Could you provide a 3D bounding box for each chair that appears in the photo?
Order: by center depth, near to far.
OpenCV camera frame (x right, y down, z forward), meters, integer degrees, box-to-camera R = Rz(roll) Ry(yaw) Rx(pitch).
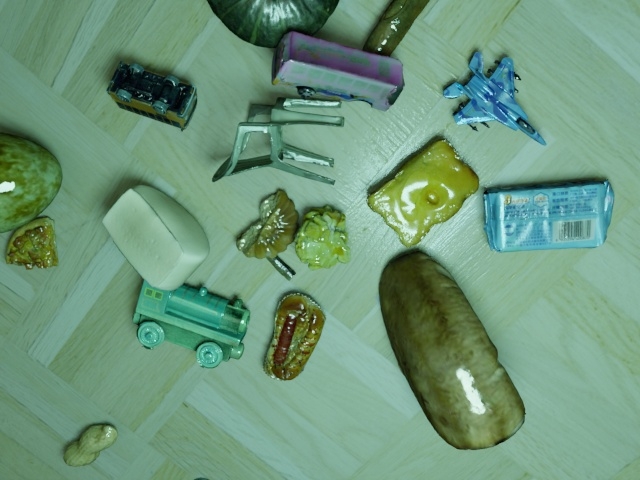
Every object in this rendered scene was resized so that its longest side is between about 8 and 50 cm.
[{"bbox_3d":[-0.095,-0.211,1.078,0.274,0.203,0.191,7,117,-1],"label":"chair"}]

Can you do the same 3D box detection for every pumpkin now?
[{"bbox_3d":[-0.092,-0.545,0.981,0.300,0.207,0.300,-1,121,-1],"label":"pumpkin"}]

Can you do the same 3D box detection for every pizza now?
[{"bbox_3d":[-0.743,0.018,1.282,0.134,0.046,0.175,39,105,-5],"label":"pizza"}]

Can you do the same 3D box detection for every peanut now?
[{"bbox_3d":[-0.655,0.584,1.405,0.187,0.082,0.082,-42,97,13],"label":"peanut"}]

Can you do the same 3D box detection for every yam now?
[{"bbox_3d":[-0.117,0.049,1.235,0.129,0.027,0.033,43,149,-2],"label":"yam"}]

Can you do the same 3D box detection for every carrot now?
[{"bbox_3d":[0.203,-0.517,1.035,0.070,0.070,0.342,38,104,-4],"label":"carrot"}]

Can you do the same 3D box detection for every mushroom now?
[{"bbox_3d":[0.260,0.232,1.115,0.224,0.313,0.397,-27,95,9],"label":"mushroom"}]

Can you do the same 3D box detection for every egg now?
[{"bbox_3d":[-0.758,-0.139,1.146,0.289,0.238,0.238,-21,102,-3],"label":"egg"}]

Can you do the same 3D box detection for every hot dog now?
[{"bbox_3d":[-0.071,0.251,1.259,0.131,0.069,0.253,20,107,0],"label":"hot dog"}]

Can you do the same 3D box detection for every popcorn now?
[{"bbox_3d":[0.000,0.000,1.157,0.162,0.141,0.135,56,143,12],"label":"popcorn"}]

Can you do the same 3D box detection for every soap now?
[{"bbox_3d":[0.512,-0.053,1.114,0.293,0.077,0.156,-3,103,6],"label":"soap"}]

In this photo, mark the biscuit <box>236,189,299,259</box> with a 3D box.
[{"bbox_3d":[-0.115,-0.027,1.185,0.118,0.061,0.183,34,93,-9],"label":"biscuit"}]

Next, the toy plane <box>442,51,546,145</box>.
[{"bbox_3d":[0.396,-0.288,1.069,0.246,0.078,0.169,36,105,-11],"label":"toy plane"}]

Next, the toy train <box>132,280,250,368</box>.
[{"bbox_3d":[-0.324,0.196,1.250,0.298,0.120,0.194,19,101,1],"label":"toy train"}]

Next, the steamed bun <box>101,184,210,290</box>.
[{"bbox_3d":[-0.377,-0.009,1.171,0.146,0.164,0.242,-45,77,14],"label":"steamed bun"}]

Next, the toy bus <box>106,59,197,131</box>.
[{"bbox_3d":[-0.375,-0.325,1.123,0.182,0.103,0.091,19,76,1],"label":"toy bus"}]

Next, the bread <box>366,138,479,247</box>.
[{"bbox_3d":[0.236,-0.110,1.127,0.233,0.088,0.161,-38,103,11],"label":"bread"}]

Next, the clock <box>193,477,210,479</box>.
[{"bbox_3d":[-0.346,0.735,1.441,0.085,0.017,0.085,1,104,6],"label":"clock"}]

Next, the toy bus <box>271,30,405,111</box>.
[{"bbox_3d":[0.041,-0.345,1.020,0.273,0.112,0.090,6,80,-21],"label":"toy bus"}]
